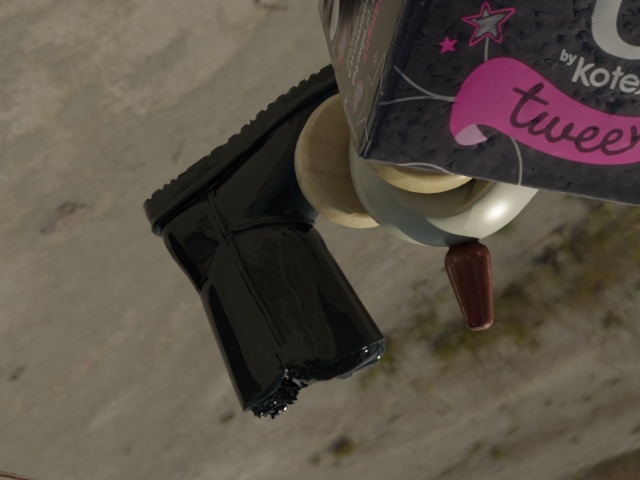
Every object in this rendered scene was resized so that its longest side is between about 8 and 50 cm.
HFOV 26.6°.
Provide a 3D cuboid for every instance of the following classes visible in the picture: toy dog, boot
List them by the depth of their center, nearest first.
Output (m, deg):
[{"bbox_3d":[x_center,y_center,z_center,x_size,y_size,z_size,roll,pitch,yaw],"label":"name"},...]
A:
[{"bbox_3d":[0.151,-0.067,0.778,0.333,0.161,0.220,-25,179,7],"label":"toy dog"},{"bbox_3d":[0.000,0.000,1.052,0.246,0.207,0.094,-35,166,15],"label":"boot"}]

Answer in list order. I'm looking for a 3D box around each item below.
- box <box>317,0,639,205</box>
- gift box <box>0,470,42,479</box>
[{"bbox_3d":[0.140,-0.103,0.477,0.247,0.142,0.163,10,118,-11],"label":"box"},{"bbox_3d":[-0.153,0.233,0.630,0.258,0.255,0.276,2,171,38],"label":"gift box"}]
